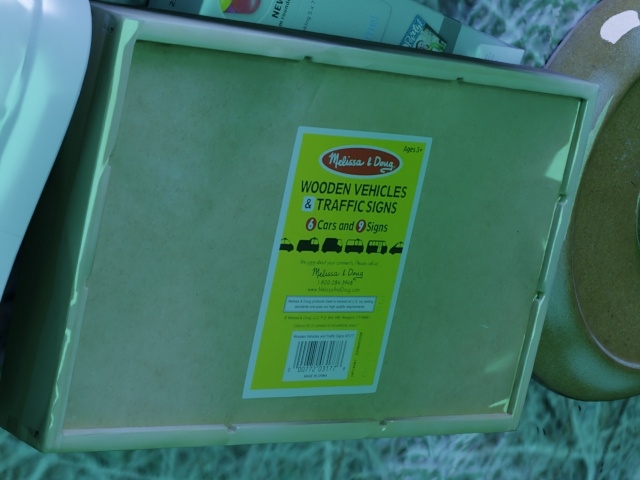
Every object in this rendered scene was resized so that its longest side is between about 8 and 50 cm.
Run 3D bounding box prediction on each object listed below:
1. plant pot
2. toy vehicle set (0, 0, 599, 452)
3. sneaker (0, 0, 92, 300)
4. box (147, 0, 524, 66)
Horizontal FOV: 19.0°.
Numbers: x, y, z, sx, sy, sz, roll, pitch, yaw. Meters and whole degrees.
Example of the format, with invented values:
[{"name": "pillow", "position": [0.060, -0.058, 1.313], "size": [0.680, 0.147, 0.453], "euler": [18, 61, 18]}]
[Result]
[{"name": "plant pot", "position": [0.182, -0.023, 1.003], "size": [0.236, 0.032, 0.236], "euler": [-16, 116, -37]}, {"name": "toy vehicle set", "position": [0.000, 0.000, 0.789], "size": [0.266, 0.035, 0.166], "euler": [3, 104, -43]}, {"name": "sneaker", "position": [-0.180, 0.029, 0.656], "size": [0.123, 0.106, 0.290], "euler": [18, 86, -35]}, {"name": "box", "position": [-0.005, -0.044, 0.820], "size": [0.186, 0.038, 0.145], "euler": [16, 94, -45]}]
